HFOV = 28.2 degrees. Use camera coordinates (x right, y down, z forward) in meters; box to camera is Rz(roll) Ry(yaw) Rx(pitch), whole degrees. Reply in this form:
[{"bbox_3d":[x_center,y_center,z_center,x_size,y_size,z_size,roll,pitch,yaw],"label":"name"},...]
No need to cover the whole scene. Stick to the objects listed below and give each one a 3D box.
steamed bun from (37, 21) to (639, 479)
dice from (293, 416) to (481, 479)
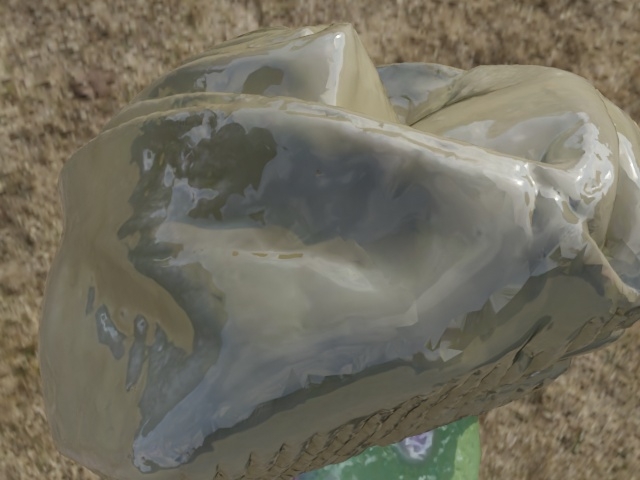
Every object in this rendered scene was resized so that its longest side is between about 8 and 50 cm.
[{"bbox_3d":[0.000,0.000,0.754,0.368,0.342,0.255,-19,77,-16],"label":"steamed bun"},{"bbox_3d":[0.003,0.264,1.712,0.318,0.330,0.322,20,69,-41],"label":"dice"}]
